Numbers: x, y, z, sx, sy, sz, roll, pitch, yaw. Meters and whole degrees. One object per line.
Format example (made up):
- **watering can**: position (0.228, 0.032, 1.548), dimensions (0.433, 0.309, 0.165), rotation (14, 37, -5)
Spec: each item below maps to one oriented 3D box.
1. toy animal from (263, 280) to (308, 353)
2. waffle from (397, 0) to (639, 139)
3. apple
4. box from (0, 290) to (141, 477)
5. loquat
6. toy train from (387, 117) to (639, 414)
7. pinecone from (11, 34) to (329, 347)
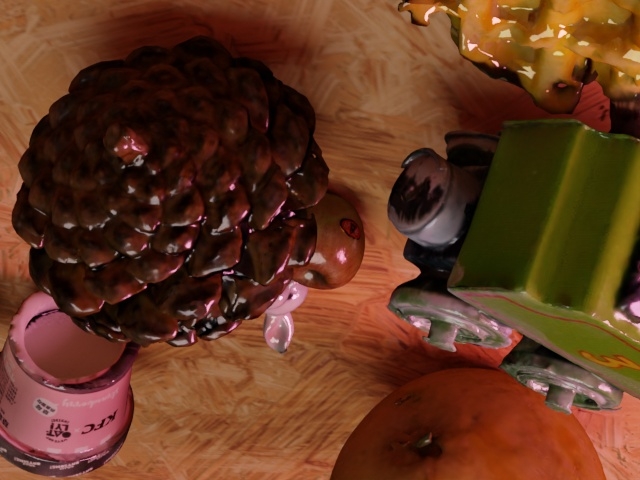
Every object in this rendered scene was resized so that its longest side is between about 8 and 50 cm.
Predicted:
- **toy animal**: position (-0.052, 0.033, 1.628), dimensions (0.124, 0.071, 0.085), rotation (34, 140, -28)
- **waffle**: position (0.197, -0.211, 1.167), dimensions (0.382, 0.095, 0.379), rotation (-17, 138, 41)
- **apple**: position (0.000, 0.000, 1.565), dimensions (0.084, 0.071, 0.084), rotation (14, 153, 7)
- **box**: position (-0.244, 0.128, 1.774), dimensions (0.151, 0.151, 0.135), rotation (17, 136, -5)
- **loquat**: position (0.135, 0.246, 1.706), dimensions (0.263, 0.263, 0.263), rotation (9, 146, 6)
- **toy train**: position (0.205, 0.029, 1.389), dimensions (0.307, 0.173, 0.249), rotation (29, 165, -32)
- **pinecone**: position (-0.108, -0.037, 1.420), dimensions (0.243, 0.244, 0.257), rotation (5, -172, 13)
